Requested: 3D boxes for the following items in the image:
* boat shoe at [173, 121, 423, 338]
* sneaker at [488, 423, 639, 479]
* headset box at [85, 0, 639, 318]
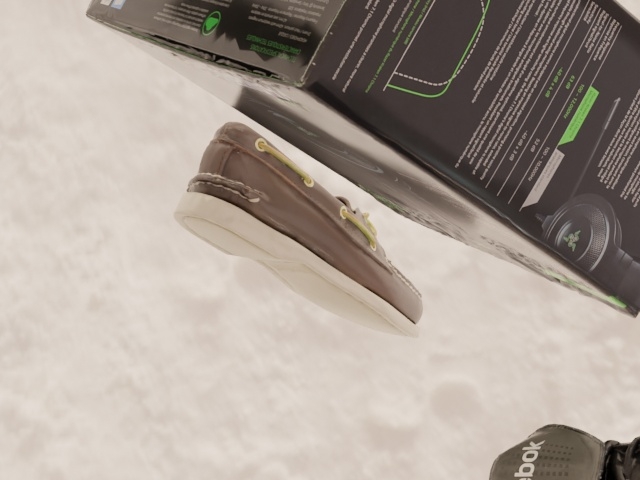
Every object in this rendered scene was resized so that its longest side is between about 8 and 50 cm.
[{"bbox_3d":[0.000,0.000,1.400,0.324,0.117,0.096,33,72,-43],"label":"boat shoe"},{"bbox_3d":[0.126,0.112,0.616,0.106,0.234,0.078,28,52,-11],"label":"sneaker"},{"bbox_3d":[0.056,-0.093,0.843,0.283,0.246,0.131,31,87,-36],"label":"headset box"}]
